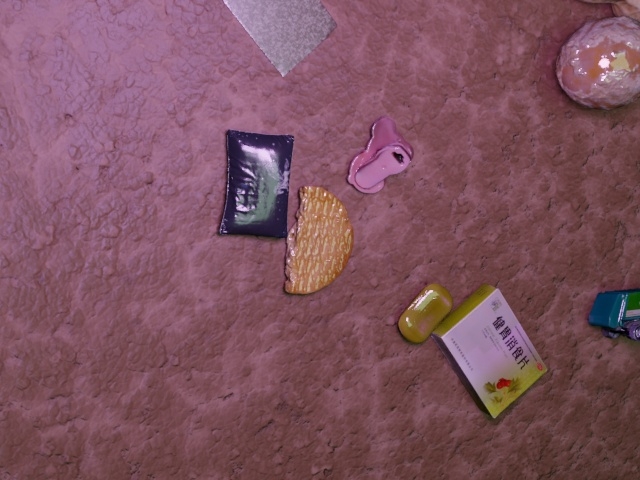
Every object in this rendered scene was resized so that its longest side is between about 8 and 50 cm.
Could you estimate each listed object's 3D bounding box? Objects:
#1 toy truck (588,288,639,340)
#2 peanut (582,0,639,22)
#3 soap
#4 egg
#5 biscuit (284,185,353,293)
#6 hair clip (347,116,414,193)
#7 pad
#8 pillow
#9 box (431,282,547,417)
[{"bbox_3d":[0.772,0.178,2.180,0.253,0.114,0.124,-5,92,-22],"label":"toy truck"},{"bbox_3d":[0.669,-0.552,1.984,0.298,0.120,0.136,12,115,-21],"label":"peanut"},{"bbox_3d":[0.230,0.159,1.980,0.140,0.045,0.089,-48,117,-9],"label":"soap"},{"bbox_3d":[0.628,-0.383,1.955,0.245,0.203,0.203,-16,106,-16],"label":"egg"},{"bbox_3d":[0.000,0.000,1.859,0.144,0.033,0.224,3,100,-25],"label":"biscuit"},{"bbox_3d":[0.122,-0.170,1.879,0.138,0.102,0.123,-37,114,23],"label":"hair clip"},{"bbox_3d":[-0.087,-0.456,1.747,0.158,0.003,0.235,-44,113,-9],"label":"pad"},{"bbox_3d":[-0.121,-0.109,1.774,0.141,0.055,0.208,3,99,-17],"label":"pillow"},{"bbox_3d":[0.384,0.251,2.055,0.175,0.062,0.260,-39,112,-11],"label":"box"}]
